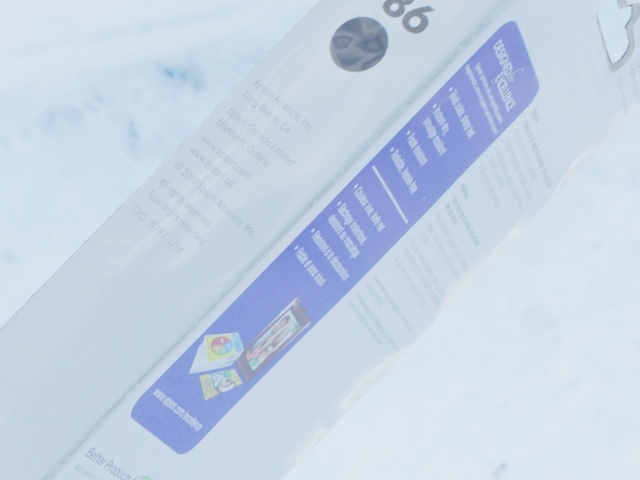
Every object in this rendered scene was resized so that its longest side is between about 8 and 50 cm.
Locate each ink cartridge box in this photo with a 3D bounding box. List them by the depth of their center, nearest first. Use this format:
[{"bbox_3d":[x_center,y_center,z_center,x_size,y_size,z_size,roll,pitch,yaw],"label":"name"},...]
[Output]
[{"bbox_3d":[0.000,0.000,0.725,0.065,0.333,0.165,43,-6,26],"label":"ink cartridge box"}]
